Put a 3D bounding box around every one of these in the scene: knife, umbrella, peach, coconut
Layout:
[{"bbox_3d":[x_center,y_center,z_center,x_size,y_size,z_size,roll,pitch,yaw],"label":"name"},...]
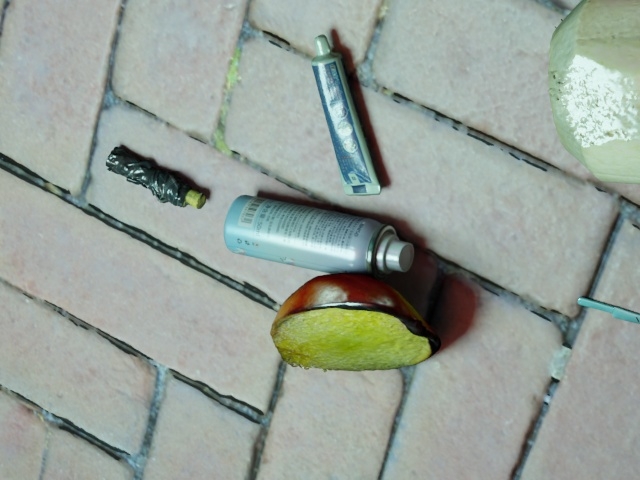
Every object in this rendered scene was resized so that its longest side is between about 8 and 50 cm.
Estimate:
[{"bbox_3d":[0.329,0.080,1.933,0.091,0.005,0.014,16,117,24],"label":"knife"},{"bbox_3d":[-0.207,-0.074,2.165,0.144,0.037,0.040,26,109,22],"label":"umbrella"},{"bbox_3d":[0.037,0.097,2.054,0.189,0.068,0.279,26,155,-25],"label":"peach"},{"bbox_3d":[0.345,-0.158,1.695,0.241,0.241,0.241,12,117,26],"label":"coconut"}]

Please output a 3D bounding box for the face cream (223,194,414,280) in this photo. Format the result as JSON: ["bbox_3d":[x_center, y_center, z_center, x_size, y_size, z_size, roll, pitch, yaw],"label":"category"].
[{"bbox_3d":[0.000,0.000,2.051,0.229,0.075,0.075,12,117,27],"label":"face cream"}]

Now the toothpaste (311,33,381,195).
[{"bbox_3d":[0.025,-0.143,1.999,0.057,0.035,0.197,-1,113,41],"label":"toothpaste"}]
